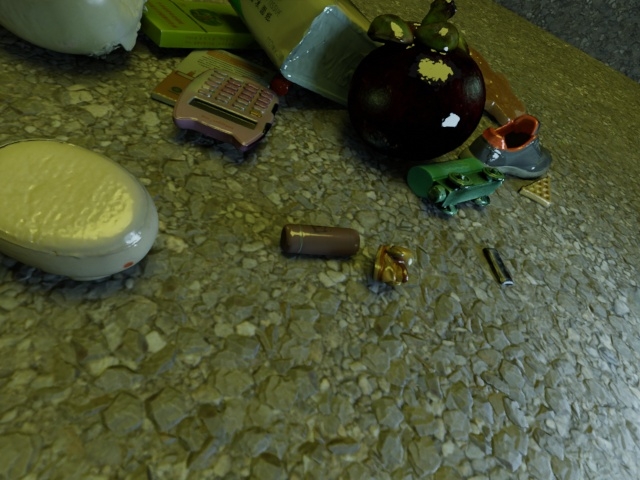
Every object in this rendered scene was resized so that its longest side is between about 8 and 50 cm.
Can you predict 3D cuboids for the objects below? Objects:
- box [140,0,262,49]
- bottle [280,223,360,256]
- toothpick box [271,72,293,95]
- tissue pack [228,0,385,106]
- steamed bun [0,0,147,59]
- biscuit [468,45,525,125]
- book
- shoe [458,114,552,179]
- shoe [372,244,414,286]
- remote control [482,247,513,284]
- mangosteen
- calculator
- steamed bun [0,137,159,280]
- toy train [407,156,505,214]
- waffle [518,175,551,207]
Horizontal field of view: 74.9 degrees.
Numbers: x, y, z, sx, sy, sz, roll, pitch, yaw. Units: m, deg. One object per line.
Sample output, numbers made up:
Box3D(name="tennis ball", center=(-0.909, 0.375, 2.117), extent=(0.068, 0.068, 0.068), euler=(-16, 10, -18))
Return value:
Box3D(name="box", center=(-0.314, -0.569, 1.095), extent=(0.335, 0.047, 0.187), euler=(-24, 61, -42))
Box3D(name="bottle", center=(0.000, 0.000, 0.750), extent=(0.140, 0.053, 0.053), euler=(3, 50, -21))
Box3D(name="toothpick box", center=(-0.093, -0.408, 1.072), extent=(0.047, 0.047, 0.083), euler=(26, 46, -1))
Box3D(name="tissue pack", center=(-0.032, -0.569, 1.082), extent=(0.332, 0.205, 0.405), euler=(4, 48, -52))
Box3D(name="steamed bun", center=(-0.522, -0.540, 0.857), extent=(0.312, 0.233, 0.334), euler=(11, 69, 1))
Box3D(name="biscuit", center=(0.560, -0.542, 1.446), extent=(0.355, 0.052, 0.275), euler=(47, 49, 2))
Box3D(name="book", center=(-0.238, -0.375, 0.996), extent=(0.208, 0.020, 0.295), euler=(21, 46, -6))
Box3D(name="shoe", center=(0.547, -0.270, 1.152), extent=(0.336, 0.171, 0.132), euler=(-8, 54, -29))
Box3D(name="shoe", center=(0.131, 0.048, 0.756), extent=(0.069, 0.072, 0.109), euler=(13, 7, 16))
Box3D(name="remote control", center=(0.386, 0.054, 0.904), extent=(0.039, 0.014, 0.096), euler=(5, 50, -21))
Box3D(name="mangosteen", center=(0.219, -0.342, 0.969), extent=(0.330, 0.330, 0.330), euler=(13, 47, -14))
Box3D(name="calculator", center=(-0.194, -0.291, 0.905), extent=(0.194, 0.043, 0.294), euler=(20, 42, -7))
Box3D(name="steamed bun", center=(-0.339, -0.033, 0.571), extent=(0.228, 0.131, 0.177), euler=(20, 56, -9))
Box3D(name="toy train", center=(0.323, -0.145, 1.002), extent=(0.248, 0.101, 0.159), euler=(-15, 45, -35))
Box3D(name="waffle", center=(0.610, -0.161, 1.188), extent=(0.097, 0.023, 0.152), euler=(29, 47, 1))
